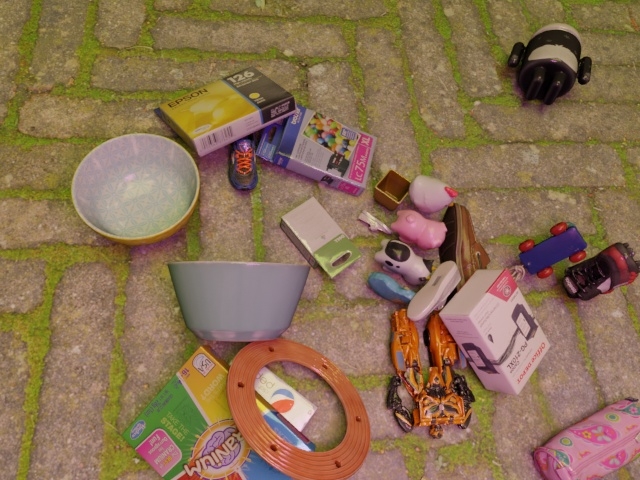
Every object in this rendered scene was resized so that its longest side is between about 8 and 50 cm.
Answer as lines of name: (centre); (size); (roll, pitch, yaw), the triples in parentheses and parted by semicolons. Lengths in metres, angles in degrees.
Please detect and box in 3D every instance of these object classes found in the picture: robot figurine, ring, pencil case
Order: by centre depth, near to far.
ring: (-0.043, 0.341, 1.035); (0.337, 0.032, 0.336); (27, 27, -15)
pencil case: (0.625, 0.463, 1.129); (0.284, 0.124, 0.124); (-19, 69, -15)
robot figurine: (0.253, 0.306, 1.170); (0.211, 0.085, 0.290); (-1, 65, -9)
robot figurine: (0.736, -0.566, 1.611); (0.209, 0.174, 0.278); (36, 61, -24)

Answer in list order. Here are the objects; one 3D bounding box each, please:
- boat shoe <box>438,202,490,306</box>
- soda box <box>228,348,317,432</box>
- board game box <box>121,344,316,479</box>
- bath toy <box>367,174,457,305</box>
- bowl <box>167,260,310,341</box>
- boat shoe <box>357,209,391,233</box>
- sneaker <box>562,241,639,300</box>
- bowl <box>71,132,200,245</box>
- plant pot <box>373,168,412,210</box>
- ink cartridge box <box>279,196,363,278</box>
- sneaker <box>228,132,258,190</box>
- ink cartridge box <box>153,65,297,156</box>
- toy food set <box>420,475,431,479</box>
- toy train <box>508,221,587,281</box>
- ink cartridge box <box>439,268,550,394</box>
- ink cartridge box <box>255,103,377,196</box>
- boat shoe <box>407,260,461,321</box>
boat shoe: (0.379, 0.053, 1.306); (0.105, 0.110, 0.307); (5, 74, -9)
soda box: (-0.115, 0.339, 1.114); (0.216, 0.069, 0.074); (35, 66, 10)
board game box: (-0.205, 0.410, 1.029); (0.317, 0.064, 0.242); (40, 83, 10)
bath toy: (0.254, -0.008, 1.277); (0.151, 0.129, 0.348); (37, 70, -37)
bowl: (-0.178, 0.133, 1.102); (0.312, 0.311, 0.163); (1, 83, -7)
boat shoe: (0.145, -0.042, 1.355); (0.100, 0.035, 0.035); (36, 92, 6)
sneaker: (0.684, 0.087, 1.245); (0.135, 0.276, 0.097); (-20, 69, 2)
bowl: (-0.434, -0.101, 1.232); (0.290, 0.156, 0.289); (3, 64, -6)
plant pot: (0.193, -0.128, 1.371); (0.081, 0.083, 0.081); (36, 64, 10)
ink cartridge box: (0.000, 0.000, 1.295); (0.109, 0.062, 0.209); (-34, 74, -21)
sneaker: (-0.212, -0.234, 1.365); (0.083, 0.087, 0.221); (-3, 65, -9)
ink cartridge box: (-0.274, -0.380, 1.381); (0.304, 0.072, 0.307); (-31, 53, -20)
toy food set: (0.231, 0.611, 1.047); (0.132, 0.038, 0.192); (29, 64, 6)
toy train: (0.570, 0.036, 1.334); (0.105, 0.248, 0.143); (56, 29, 1)
ink cartridge box: (0.410, 0.210, 1.170); (0.172, 0.100, 0.237); (-41, 106, -27)
ink cartridge box: (-0.007, -0.261, 1.394); (0.311, 0.065, 0.185); (19, 63, -8)
boat shoe: (0.273, 0.130, 1.185); (0.063, 0.066, 0.184); (53, 58, -22)
